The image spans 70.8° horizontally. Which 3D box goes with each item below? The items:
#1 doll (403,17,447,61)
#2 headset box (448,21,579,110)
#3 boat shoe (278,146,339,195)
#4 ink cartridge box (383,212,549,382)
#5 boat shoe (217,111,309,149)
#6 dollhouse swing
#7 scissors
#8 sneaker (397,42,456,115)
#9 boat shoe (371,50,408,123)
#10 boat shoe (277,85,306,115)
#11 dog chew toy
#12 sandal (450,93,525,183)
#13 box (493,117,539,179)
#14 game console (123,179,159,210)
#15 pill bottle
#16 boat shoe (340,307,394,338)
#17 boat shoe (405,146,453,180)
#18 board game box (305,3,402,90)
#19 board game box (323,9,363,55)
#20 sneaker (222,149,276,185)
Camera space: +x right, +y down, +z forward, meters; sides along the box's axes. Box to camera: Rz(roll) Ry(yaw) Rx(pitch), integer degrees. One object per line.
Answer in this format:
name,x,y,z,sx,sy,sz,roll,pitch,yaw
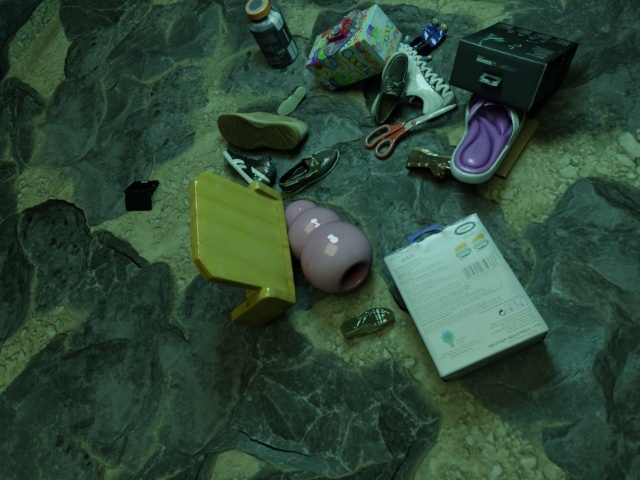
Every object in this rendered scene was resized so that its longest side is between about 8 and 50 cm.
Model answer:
doll,0.340,-0.667,1.539,0.189,0.046,0.129,-46,71,4
headset box,0.539,-0.497,1.272,0.246,0.131,0.283,31,47,27
boat shoe,-0.038,-0.235,1.477,0.227,0.069,0.081,-38,61,1
ink cartridge box,0.343,0.118,1.147,0.269,0.151,0.396,-26,64,7
boat shoe,-0.206,-0.391,1.591,0.341,0.122,0.110,16,37,22
dollhouse swing,-0.255,0.031,1.237,0.315,0.304,0.347,-38,53,45
scissors,0.274,-0.370,1.422,0.297,0.021,0.109,-35,61,17
sneaker,0.305,-0.517,1.450,0.118,0.110,0.292,-40,69,17
boat shoe,0.224,-0.472,1.414,0.080,0.224,0.073,10,37,-16
boat shoe,-0.107,-0.505,1.633,0.133,0.049,0.042,-47,33,4
dog chew toy,0.000,0.000,1.301,0.206,0.206,0.332,-42,53,-1
sandal,0.483,-0.334,1.266,0.169,0.102,0.416,14,61,19
box,0.518,-0.293,1.332,0.164,0.021,0.201,30,80,27
game console,-0.675,-0.172,1.710,0.122,0.071,0.107,1,39,19
pill bottle,-0.183,-0.766,1.652,0.130,0.246,0.131,-7,67,16
boat shoe,0.131,0.230,1.242,0.152,0.048,0.056,-23,50,2
boat shoe,0.352,-0.213,1.332,0.206,0.073,0.073,23,79,33
board game box,0.105,-0.627,1.490,0.275,0.142,0.144,-1,65,48
board game box,0.059,-0.668,1.423,0.168,0.033,0.133,-38,42,25
sneaker,-0.233,-0.266,1.562,0.121,0.079,0.217,-42,69,-5
